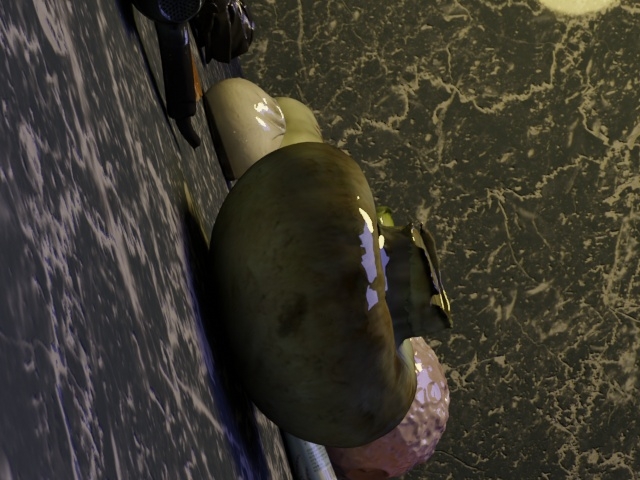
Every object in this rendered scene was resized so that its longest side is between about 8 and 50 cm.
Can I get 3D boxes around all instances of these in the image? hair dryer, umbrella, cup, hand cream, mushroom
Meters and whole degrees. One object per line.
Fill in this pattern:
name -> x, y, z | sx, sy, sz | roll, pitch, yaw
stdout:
hair dryer -> -0.179, -0.226, 1.535 | 0.235, 0.091, 0.271 | -122, -154, -57
umbrella -> -0.197, -0.435, 2.250 | 0.340, 0.118, 0.118 | 66, 8, -52
cup -> -0.094, -0.134, 2.616 | 0.173, 0.255, 0.202 | 25, 27, -26
hand cream -> -0.032, 0.271, 1.921 | 0.091, 0.058, 0.271 | -20, 92, -77
mushroom -> 0.010, 0.061, 1.510 | 0.352, 0.260, 0.352 | -14, 90, -84

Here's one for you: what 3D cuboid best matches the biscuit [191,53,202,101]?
biscuit -> -0.188, -0.250, 1.777 | 0.184, 0.027, 0.133 | -107, -179, -79

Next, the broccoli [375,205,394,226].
broccoli -> 0.000, 0.000, 2.123 | 0.247, 0.243, 0.263 | -72, 144, -63

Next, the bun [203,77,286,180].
bun -> -0.117, -0.188, 2.166 | 0.173, 0.120, 0.172 | -18, 90, -89

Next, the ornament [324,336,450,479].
ornament -> 0.069, 0.255, 2.039 | 0.259, 0.259, 0.225 | 73, 14, -59
